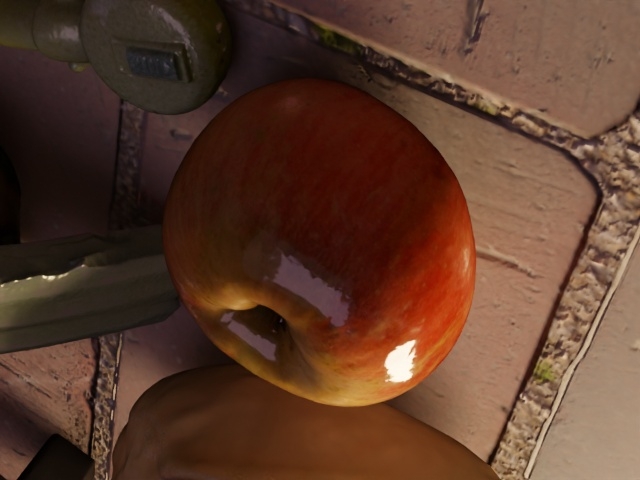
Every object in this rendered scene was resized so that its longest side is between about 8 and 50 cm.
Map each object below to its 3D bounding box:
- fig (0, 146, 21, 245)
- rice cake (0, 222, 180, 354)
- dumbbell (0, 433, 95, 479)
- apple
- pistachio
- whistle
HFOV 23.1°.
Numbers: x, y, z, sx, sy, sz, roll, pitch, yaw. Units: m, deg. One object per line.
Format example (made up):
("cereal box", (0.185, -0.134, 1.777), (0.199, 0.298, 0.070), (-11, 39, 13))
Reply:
("fig", (-0.308, 0.007, 1.200), (0.206, 0.206, 0.275), (10, 156, 24))
("rice cake", (-0.197, 0.037, 1.120), (0.043, 0.237, 0.127), (63, 143, 23))
("dumbbell", (-0.325, 0.195, 1.380), (0.218, 0.152, 0.152), (38, 138, -4))
("apple", (0.000, 0.000, 0.992), (0.209, 0.164, 0.209), (27, 148, 19))
("pistachio", (-0.011, 0.197, 1.174), (0.318, 0.214, 0.193), (12, 96, 12))
("whistle", (-0.151, -0.136, 1.035), (0.198, 0.057, 0.104), (10, 133, 23))
